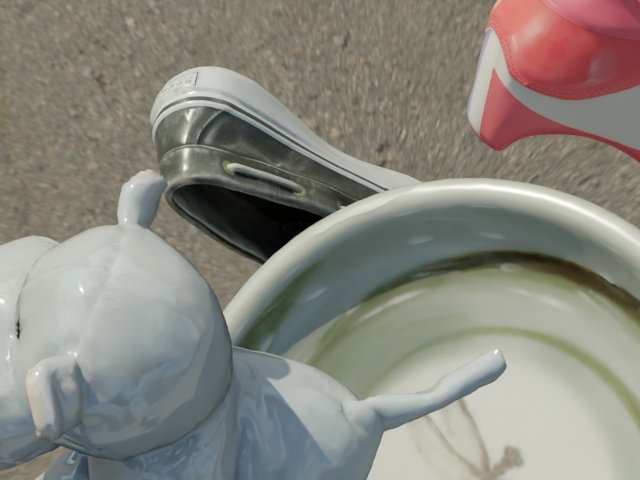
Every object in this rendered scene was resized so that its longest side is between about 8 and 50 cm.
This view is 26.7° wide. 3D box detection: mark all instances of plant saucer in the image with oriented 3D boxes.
[{"bbox_3d":[0.090,0.164,0.862,0.400,0.100,0.401,-8,72,24],"label":"plant saucer"}]

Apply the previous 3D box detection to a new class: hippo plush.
[{"bbox_3d":[-0.094,0.114,0.692,0.294,0.236,0.234,-5,56,28],"label":"hippo plush"}]

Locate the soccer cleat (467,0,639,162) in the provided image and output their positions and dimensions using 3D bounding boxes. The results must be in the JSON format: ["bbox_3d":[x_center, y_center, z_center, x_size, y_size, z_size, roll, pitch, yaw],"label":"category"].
[{"bbox_3d":[0.178,-0.063,0.545,0.248,0.095,0.083,7,45,-22],"label":"soccer cleat"}]

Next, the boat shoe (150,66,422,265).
[{"bbox_3d":[0.000,0.000,1.031,0.335,0.121,0.119,29,49,-32],"label":"boat shoe"}]
